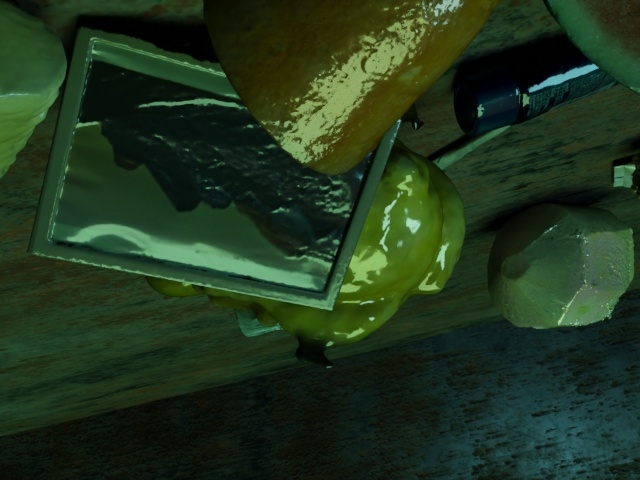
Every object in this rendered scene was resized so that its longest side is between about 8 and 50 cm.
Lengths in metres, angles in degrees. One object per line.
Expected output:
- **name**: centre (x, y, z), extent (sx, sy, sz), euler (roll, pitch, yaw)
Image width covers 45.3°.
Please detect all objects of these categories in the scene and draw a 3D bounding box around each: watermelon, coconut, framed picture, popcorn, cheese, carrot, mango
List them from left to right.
- **cheese**: centre (-0.263, -0.094, 0.546), extent (0.123, 0.093, 0.167), euler (2, 159, -37)
- **mango**: centre (-0.182, 0.039, 1.080), extent (0.130, 0.091, 0.194), euler (-11, 170, -14)
- **framed picture**: centre (-0.083, -0.050, 0.625), extent (0.266, 0.192, 0.018), euler (12, -160, -18)
- **popcorn**: centre (0.000, 0.000, 0.804), extent (0.298, 0.280, 0.315), euler (4, 151, 1)
- **carrot**: centre (0.056, -0.166, 0.472), extent (0.225, 0.159, 0.159), euler (-33, 157, 26)
- **coconut**: centre (0.417, 0.050, 1.359), extent (0.245, 0.233, 0.233), euler (-5, 163, -36)
- **watermelon**: centre (0.281, -0.176, 0.601), extent (0.136, 0.207, 0.202), euler (-36, 153, -16)

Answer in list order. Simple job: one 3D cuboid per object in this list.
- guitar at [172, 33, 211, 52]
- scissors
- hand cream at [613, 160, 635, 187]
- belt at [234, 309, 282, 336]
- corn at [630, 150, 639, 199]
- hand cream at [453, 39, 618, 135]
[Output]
- **guitar**: centre (-0.016, -0.168, 0.610), extent (0.234, 0.025, 0.088), euler (-13, 166, -1)
- **scissors**: centre (0.156, -0.102, 0.988), extent (0.109, 0.022, 0.300), euler (-5, 162, -39)
- **hand cream**: centre (0.590, -0.116, 1.207), extent (0.248, 0.083, 0.133), euler (-6, 166, 17)
- **belt**: centre (-0.014, 0.060, 1.190), extent (0.260, 0.122, 0.325), euler (-20, 172, -10)
- **corn**: centre (0.604, -0.130, 1.092), extent (0.318, 0.115, 0.115), euler (-15, 164, 13)
- **hand cream**: centre (0.272, -0.173, 0.779), extent (0.271, 0.061, 0.120), euler (-17, 166, -3)
